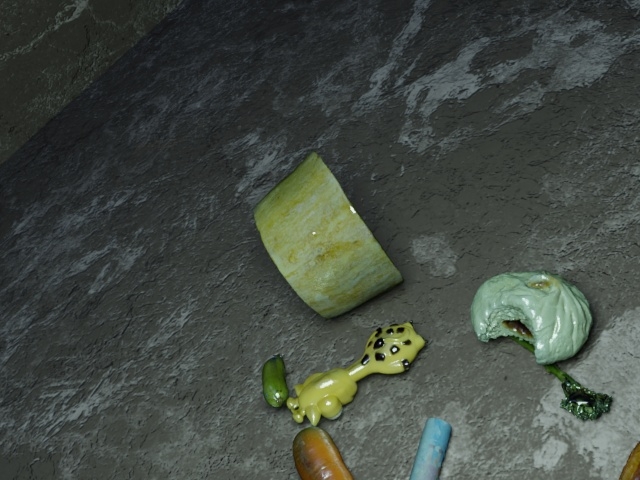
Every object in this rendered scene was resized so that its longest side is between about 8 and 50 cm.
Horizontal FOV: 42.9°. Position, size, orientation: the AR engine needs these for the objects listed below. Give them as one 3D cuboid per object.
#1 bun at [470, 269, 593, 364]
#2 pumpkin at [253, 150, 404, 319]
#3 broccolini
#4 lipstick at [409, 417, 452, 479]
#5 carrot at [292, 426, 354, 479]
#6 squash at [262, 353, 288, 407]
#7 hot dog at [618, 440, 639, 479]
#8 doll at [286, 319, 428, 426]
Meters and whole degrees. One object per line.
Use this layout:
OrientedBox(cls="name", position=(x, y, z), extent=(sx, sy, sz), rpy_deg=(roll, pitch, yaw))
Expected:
OrientedBox(cls="bun", position=(0.372, 0.120, 1.443), extent=(0.212, 0.126, 0.204), rpy_deg=(1, 32, 13))
OrientedBox(cls="pumpkin", position=(0.000, 0.000, 1.645), extent=(0.199, 0.332, 0.332), rpy_deg=(-32, 42, -1))
OrientedBox(cls="broccolini", position=(0.404, 0.231, 1.430), extent=(0.254, 0.071, 0.057), rpy_deg=(45, 116, 54))
OrientedBox(cls="lipstick", position=(0.182, 0.382, 1.383), extent=(0.048, 0.048, 0.158), rpy_deg=(1, 50, 29))
OrientedBox(cls="carrot", position=(0.012, 0.414, 1.421), extent=(0.087, 0.087, 0.193), rpy_deg=(-31, 46, -2))
OrientedBox(cls="squash", position=(-0.089, 0.270, 1.594), extent=(0.052, 0.052, 0.183), rpy_deg=(-25, 18, 5))
OrientedBox(cls="hot dog", position=(0.495, 0.380, 1.169), extent=(0.160, 0.099, 0.227), rpy_deg=(28, 61, 9))
OrientedBox(cls="doll", position=(0.069, 0.251, 1.540), extent=(0.291, 0.086, 0.117), rpy_deg=(-34, 36, -3))
